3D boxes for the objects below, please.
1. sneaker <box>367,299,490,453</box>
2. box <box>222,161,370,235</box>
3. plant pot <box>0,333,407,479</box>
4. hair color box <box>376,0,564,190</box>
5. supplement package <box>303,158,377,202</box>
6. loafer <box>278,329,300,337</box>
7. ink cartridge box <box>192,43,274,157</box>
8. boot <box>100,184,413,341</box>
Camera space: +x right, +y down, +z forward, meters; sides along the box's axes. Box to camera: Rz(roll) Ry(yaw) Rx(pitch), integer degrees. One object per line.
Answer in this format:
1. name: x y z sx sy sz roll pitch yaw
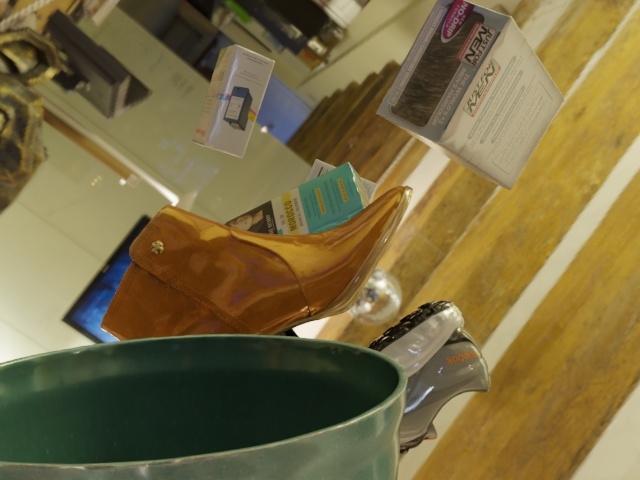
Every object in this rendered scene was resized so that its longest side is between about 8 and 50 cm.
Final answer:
1. sneaker: 0.039 0.170 0.634 0.271 0.108 0.100 -36 177 2
2. box: -0.040 -0.024 1.079 0.244 0.060 0.100 -25 -128 14
3. plant pot: -0.090 0.181 0.426 0.293 0.293 0.196 -170 -102 -75
4. hair color box: 0.249 -0.210 1.048 0.374 0.114 0.185 12 109 -60
5. supplement package: 0.000 0.000 1.460 0.204 0.145 0.261 97 17 -71
6. loafer: -0.022 0.253 1.347 0.095 0.302 0.109 -53 166 0
7. ink cartridge box: -0.188 -0.291 1.423 0.212 0.093 0.154 -70 -158 4
8. boot: -0.063 0.015 0.670 0.295 0.211 0.104 -54 171 -12
